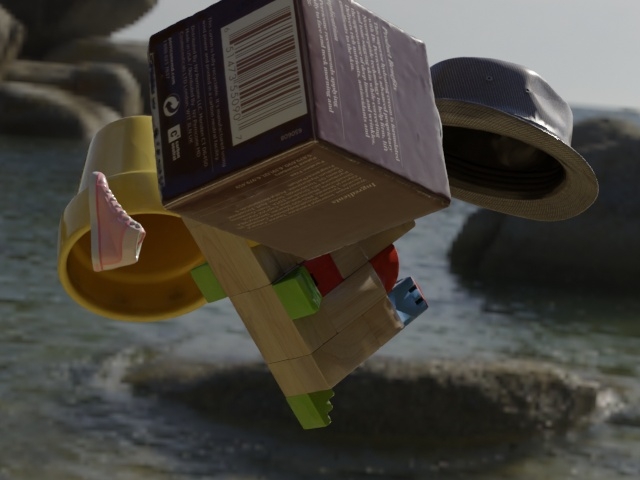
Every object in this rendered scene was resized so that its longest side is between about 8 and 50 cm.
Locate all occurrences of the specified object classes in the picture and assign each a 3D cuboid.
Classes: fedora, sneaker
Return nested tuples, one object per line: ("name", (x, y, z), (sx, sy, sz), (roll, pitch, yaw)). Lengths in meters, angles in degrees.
("fedora", (0.214, -0.138, 1.715), (0.275, 0.124, 0.244), (17, -21, -1))
("sneaker", (-0.259, -0.026, 1.790), (0.070, 0.134, 0.051), (-6, -22, -2))

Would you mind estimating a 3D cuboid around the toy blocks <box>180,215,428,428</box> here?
("toy blocks", (0.000, 0.000, 1.734), (0.261, 0.381, 0.190), (-35, 10, -36))

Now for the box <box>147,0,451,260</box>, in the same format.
("box", (-0.018, -0.102, 1.210), (0.167, 0.168, 0.203), (-22, -26, 32))

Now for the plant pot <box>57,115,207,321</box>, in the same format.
("plant pot", (-0.265, -0.047, 2.082), (0.254, 0.254, 0.239), (3, 49, -15))
